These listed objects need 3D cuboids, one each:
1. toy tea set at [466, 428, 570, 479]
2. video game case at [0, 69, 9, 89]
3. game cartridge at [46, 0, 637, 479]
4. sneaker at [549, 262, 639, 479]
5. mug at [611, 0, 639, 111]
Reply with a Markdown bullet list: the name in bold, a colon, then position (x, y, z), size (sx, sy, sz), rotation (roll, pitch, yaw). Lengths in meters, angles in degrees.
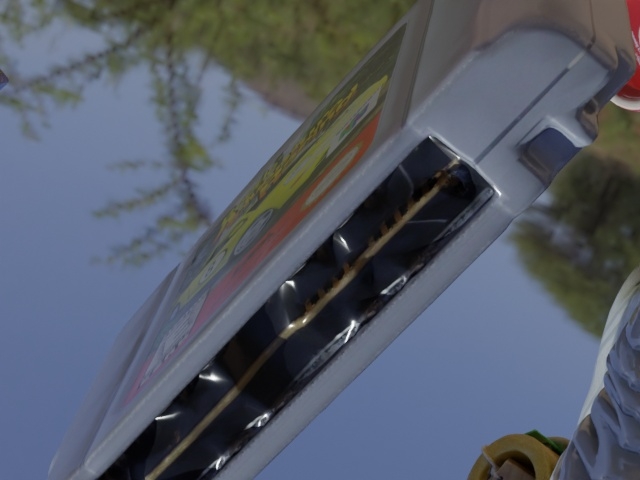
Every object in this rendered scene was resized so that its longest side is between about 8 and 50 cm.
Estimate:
- **toy tea set**: position (0.064, 0.204, 0.984), size (0.124, 0.336, 0.200), rotation (27, -141, -35)
- **video game case**: position (-0.278, -0.151, 0.897), size (0.244, 0.061, 0.269), rotation (48, -179, -9)
- **game cartridge**: position (0.000, 0.000, 0.658), size (0.060, 0.294, 0.196), rotation (41, -159, -6)
- **sneaker**: position (0.159, 0.031, 0.655), size (0.110, 0.118, 0.292), rotation (18, 146, -4)
- **mug**: position (0.293, -0.124, 1.206), size (0.169, 0.113, 0.150), rotation (4, -156, -37)
